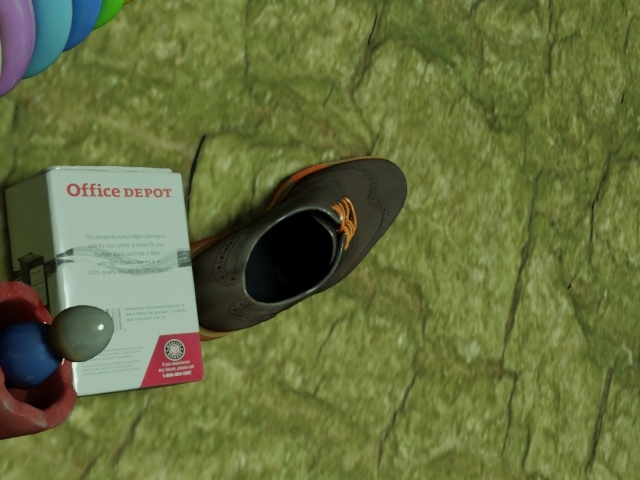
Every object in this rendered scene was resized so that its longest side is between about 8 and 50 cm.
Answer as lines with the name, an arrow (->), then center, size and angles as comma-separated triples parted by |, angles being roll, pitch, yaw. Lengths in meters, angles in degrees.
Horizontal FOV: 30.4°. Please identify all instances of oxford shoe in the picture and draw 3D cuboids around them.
oxford shoe -> 0.000, 0.000, 0.928 | 0.271, 0.098, 0.097 | -36, 105, -42

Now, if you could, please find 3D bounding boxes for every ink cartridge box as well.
ink cartridge box -> -0.147, 0.029, 0.806 | 0.109, 0.063, 0.150 | -1, 80, -43

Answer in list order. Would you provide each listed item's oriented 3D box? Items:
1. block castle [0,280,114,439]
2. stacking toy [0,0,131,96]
block castle -> -0.289, -0.066, 0.513 | 0.303, 0.213, 0.453 | -52, 120, -73
stacking toy -> -0.169, -0.199, 0.799 | 0.330, 0.141, 0.141 | -42, 109, -45
